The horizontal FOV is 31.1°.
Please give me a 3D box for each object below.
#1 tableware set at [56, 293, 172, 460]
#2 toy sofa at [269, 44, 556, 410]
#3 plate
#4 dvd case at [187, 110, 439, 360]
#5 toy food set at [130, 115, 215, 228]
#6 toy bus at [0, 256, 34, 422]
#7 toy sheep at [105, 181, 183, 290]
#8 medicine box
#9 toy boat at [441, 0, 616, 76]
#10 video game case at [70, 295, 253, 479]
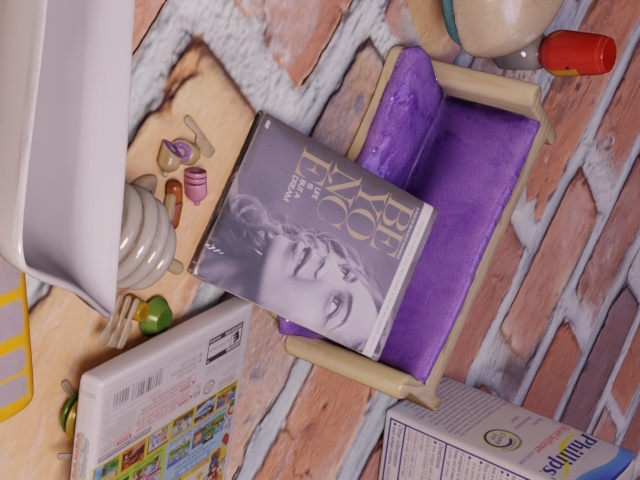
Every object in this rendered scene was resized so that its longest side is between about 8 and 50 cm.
[{"bbox_3d":[-0.177,0.117,0.983,0.104,0.024,0.154,23,85,-62],"label":"tableware set"},{"bbox_3d":[0.105,-0.016,1.228,0.362,0.150,0.177,-65,150,-10],"label":"toy sofa"},{"bbox_3d":[-0.160,-0.101,0.714,0.278,0.045,0.277,92,-1,-81],"label":"plate"},{"bbox_3d":[0.000,0.000,1.095,0.221,0.018,0.164,27,81,-29],"label":"dvd case"},{"bbox_3d":[-0.126,-0.041,0.975,0.122,0.019,0.078,-60,147,-18],"label":"toy food set"},{"bbox_3d":[-0.260,0.026,0.718,0.130,0.108,0.332,-30,130,-49],"label":"toy bus"},{"bbox_3d":[-0.153,-0.005,0.891,0.132,0.091,0.091,29,81,-39],"label":"toy sheep"},{"bbox_3d":[0.224,0.358,1.485,0.149,0.289,0.263,-22,125,-51],"label":"medicine box"},{"bbox_3d":[0.220,-0.286,1.292,0.318,0.148,0.267,48,61,-48],"label":"toy boat"},{"bbox_3d":[-0.143,0.175,1.033,0.227,0.026,0.206,-27,132,-58],"label":"video game case"}]
